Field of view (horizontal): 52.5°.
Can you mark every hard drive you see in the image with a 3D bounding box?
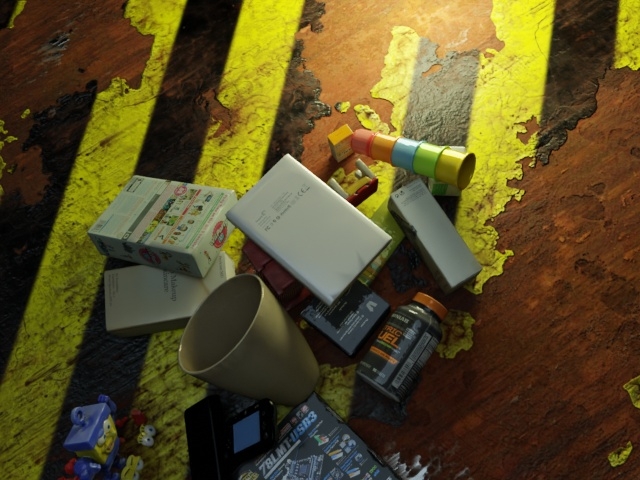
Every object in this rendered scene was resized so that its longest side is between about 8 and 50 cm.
[{"bbox_3d":[-0.028,-0.027,1.471,0.318,0.040,0.210,40,75,14],"label":"hard drive"}]

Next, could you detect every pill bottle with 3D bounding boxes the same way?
[{"bbox_3d":[0.199,0.243,1.524,0.130,0.130,0.246,33,78,14],"label":"pill bottle"}]

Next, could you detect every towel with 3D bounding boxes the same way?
[{"bbox_3d":[0.146,0.003,1.662,0.102,0.021,0.237,36,79,9],"label":"towel"}]

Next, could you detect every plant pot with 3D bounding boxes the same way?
[{"bbox_3d":[-0.133,0.255,1.472,0.256,0.274,0.256,-32,33,24],"label":"plant pot"}]

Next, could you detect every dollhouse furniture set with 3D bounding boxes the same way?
[{"bbox_3d":[0.000,0.000,1.590,0.374,0.201,0.152,-37,73,-13],"label":"dollhouse furniture set"}]

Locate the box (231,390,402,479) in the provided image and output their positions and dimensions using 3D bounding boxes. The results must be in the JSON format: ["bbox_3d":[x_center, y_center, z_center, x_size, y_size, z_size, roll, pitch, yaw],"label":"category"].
[{"bbox_3d":[-0.016,0.550,1.481,0.293,0.073,0.295,41,81,17],"label":"box"}]

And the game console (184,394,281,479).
[{"bbox_3d":[-0.199,0.429,1.427,0.044,0.361,0.213,7,58,-38],"label":"game console"}]

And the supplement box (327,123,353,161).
[{"bbox_3d":[0.057,-0.254,1.706,0.062,0.098,0.036,-34,69,-4],"label":"supplement box"}]

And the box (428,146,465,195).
[{"bbox_3d":[0.321,-0.176,1.655,0.087,0.101,0.102,1,75,6],"label":"box"}]

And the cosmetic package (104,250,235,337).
[{"bbox_3d":[-0.369,0.137,1.622,0.309,0.113,0.160,-11,71,3],"label":"cosmetic package"}]

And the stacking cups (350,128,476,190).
[{"bbox_3d":[0.223,-0.212,1.602,0.316,0.096,0.096,23,76,34],"label":"stacking cups"}]

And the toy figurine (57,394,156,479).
[{"bbox_3d":[-0.517,0.460,1.396,0.191,0.217,0.362,-4,34,12],"label":"toy figurine"}]

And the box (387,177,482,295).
[{"bbox_3d":[0.276,-0.009,1.595,0.094,0.113,0.275,-30,75,-5],"label":"box"}]

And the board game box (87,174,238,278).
[{"bbox_3d":[-0.382,-0.042,1.616,0.303,0.097,0.224,10,51,22],"label":"board game box"}]

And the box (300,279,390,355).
[{"bbox_3d":[0.063,0.177,1.576,0.158,0.093,0.156,38,80,16],"label":"box"}]
